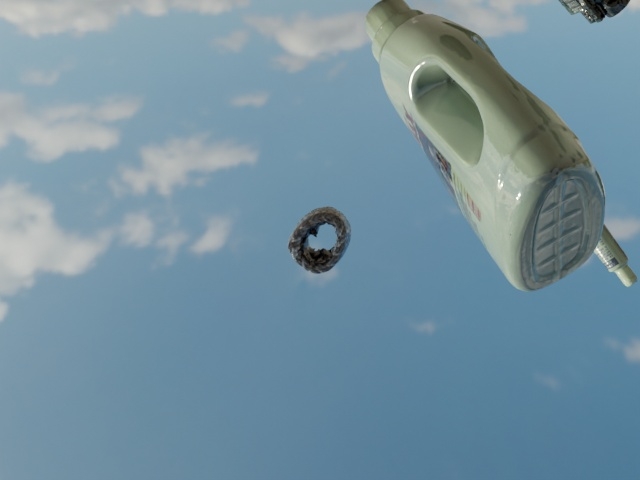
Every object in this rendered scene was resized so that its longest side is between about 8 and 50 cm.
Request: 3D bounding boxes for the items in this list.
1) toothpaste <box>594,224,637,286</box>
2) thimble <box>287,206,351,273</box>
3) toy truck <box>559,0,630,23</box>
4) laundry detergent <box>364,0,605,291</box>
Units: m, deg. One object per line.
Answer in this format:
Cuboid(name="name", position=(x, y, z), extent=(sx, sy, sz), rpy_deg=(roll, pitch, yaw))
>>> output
Cuboid(name="toothpaste", position=(0.443, -0.018, 1.485), extent=(0.037, 0.062, 0.216), rpy_deg=(-29, -101, -35))
Cuboid(name="thimble", position=(0.002, -0.001, 1.510), extent=(0.104, 0.095, 0.066), rpy_deg=(-32, -170, 13))
Cuboid(name="toy truck", position=(0.456, -0.463, 1.456), extent=(0.257, 0.127, 0.127), rpy_deg=(-55, -161, -22))
Cuboid(name="laundry detergent", position=(0.166, -0.153, 1.058), extent=(0.125, 0.264, 0.397), rpy_deg=(-29, -121, -1))
